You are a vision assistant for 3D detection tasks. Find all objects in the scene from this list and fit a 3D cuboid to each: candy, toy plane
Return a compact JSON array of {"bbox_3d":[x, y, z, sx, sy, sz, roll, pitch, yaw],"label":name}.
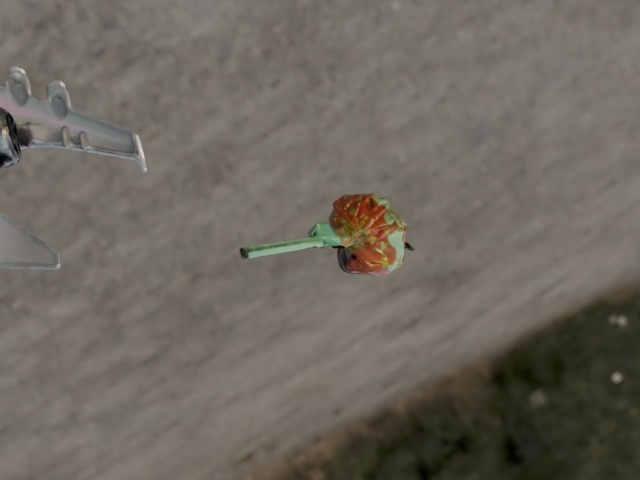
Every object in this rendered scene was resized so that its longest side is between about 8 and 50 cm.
[{"bbox_3d":[0.000,0.000,1.161,0.049,0.055,0.184,-47,163,21],"label":"candy"},{"bbox_3d":[-0.163,-0.044,0.881,0.162,0.171,0.065,-17,149,2],"label":"toy plane"}]
